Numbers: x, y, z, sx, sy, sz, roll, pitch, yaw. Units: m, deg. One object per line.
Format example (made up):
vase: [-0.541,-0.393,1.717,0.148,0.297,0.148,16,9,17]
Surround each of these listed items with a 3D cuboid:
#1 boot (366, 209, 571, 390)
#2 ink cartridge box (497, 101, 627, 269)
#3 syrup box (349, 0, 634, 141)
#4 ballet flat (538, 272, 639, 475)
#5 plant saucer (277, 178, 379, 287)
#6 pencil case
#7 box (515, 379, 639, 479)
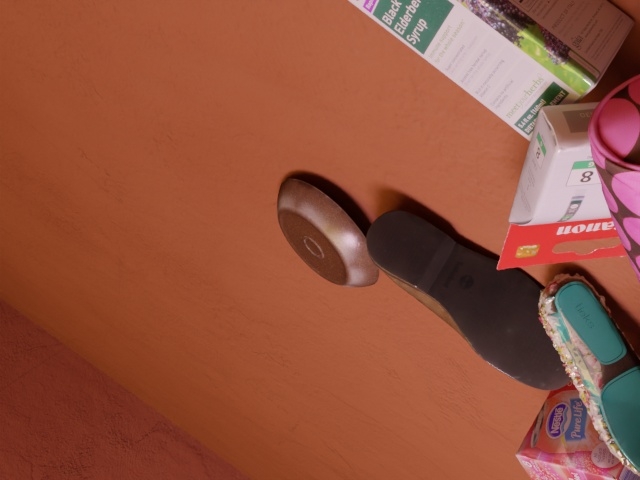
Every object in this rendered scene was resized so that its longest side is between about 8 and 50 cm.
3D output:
boot: [0.191,0.075,0.996,0.305,0.112,0.115,38,173,9]
ink cartridge box: [0.262,-0.029,0.681,0.180,0.056,0.225,-5,142,-3]
syrup box: [0.128,-0.201,0.653,0.236,0.096,0.093,38,150,2]
ballet flat: [0.323,0.149,0.893,0.077,0.091,0.241,111,136,-81]
plant saucer: [0.000,0.000,1.122,0.198,0.036,0.199,39,157,20]
pencil case: [0.264,-0.031,0.566,0.095,0.098,0.209,43,176,40]
box: [0.402,0.323,1.016,0.142,0.154,0.300,0,134,51]
